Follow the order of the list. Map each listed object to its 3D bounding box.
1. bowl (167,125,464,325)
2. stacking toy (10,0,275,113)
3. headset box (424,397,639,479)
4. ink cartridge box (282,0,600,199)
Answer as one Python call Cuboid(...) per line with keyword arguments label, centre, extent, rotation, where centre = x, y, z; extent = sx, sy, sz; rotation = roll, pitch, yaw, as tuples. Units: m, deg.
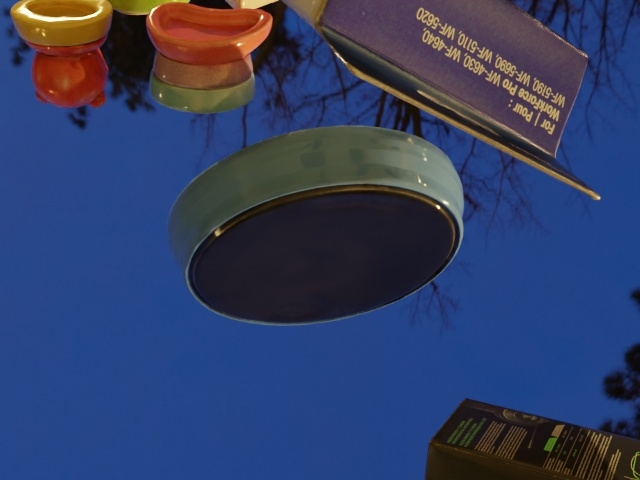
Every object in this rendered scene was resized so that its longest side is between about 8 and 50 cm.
Cuboid(label="bowl", centre=(0.000, 0.000, 1.182), extent=(0.391, 0.391, 0.077), rotation=(-12, -120, 1))
Cuboid(label="stacking toy", centre=(-0.205, -0.251, 1.179), extent=(0.309, 0.130, 0.279), rotation=(12, -147, 12))
Cuboid(label="headset box", centre=(0.233, 0.323, 0.939), extent=(0.283, 0.131, 0.246), rotation=(10, -74, 24))
Cuboid(label="ink cartridge box", centre=(0.035, -0.145, 0.531), extent=(0.065, 0.165, 0.333), rotation=(-58, -147, 17))
